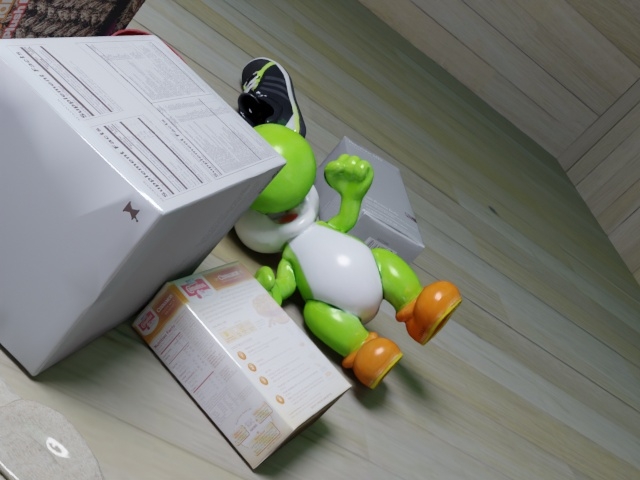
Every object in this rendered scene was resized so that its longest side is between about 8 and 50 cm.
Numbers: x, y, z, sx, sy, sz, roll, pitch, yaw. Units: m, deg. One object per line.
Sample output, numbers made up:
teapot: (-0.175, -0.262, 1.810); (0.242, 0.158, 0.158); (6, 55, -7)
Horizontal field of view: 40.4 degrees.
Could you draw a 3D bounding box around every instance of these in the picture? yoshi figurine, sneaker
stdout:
yoshi figurine: (-0.006, -0.005, 1.062); (0.362, 0.203, 0.204); (46, 29, 15)
sneaker: (-0.096, -0.243, 1.467); (0.097, 0.084, 0.234); (19, 32, -42)

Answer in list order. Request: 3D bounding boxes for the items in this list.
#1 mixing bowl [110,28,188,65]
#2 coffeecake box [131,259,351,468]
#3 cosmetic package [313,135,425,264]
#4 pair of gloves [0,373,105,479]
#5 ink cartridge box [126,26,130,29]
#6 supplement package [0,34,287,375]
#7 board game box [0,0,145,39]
mixing bowl: (-0.223, -0.149, 1.043); (0.181, 0.098, 0.181); (36, 43, -41)
coffeecake box: (-0.076, 0.117, 0.881); (0.185, 0.068, 0.142); (48, 23, 11)
cosmetic package: (0.070, -0.050, 1.375); (0.127, 0.107, 0.238); (28, 30, -25)
pair of gloves: (-0.242, 0.169, 0.555); (0.204, 0.042, 0.240); (40, 20, 3)
ink cartridge box: (-0.270, -0.255, 1.179); (0.371, 0.069, 0.176); (41, 7, -9)
supplement package: (-0.203, -0.050, 0.799); (0.198, 0.199, 0.263); (44, 23, 4)
board game box: (-0.343, -0.266, 0.913); (0.141, 0.232, 0.291); (47, 24, 10)
